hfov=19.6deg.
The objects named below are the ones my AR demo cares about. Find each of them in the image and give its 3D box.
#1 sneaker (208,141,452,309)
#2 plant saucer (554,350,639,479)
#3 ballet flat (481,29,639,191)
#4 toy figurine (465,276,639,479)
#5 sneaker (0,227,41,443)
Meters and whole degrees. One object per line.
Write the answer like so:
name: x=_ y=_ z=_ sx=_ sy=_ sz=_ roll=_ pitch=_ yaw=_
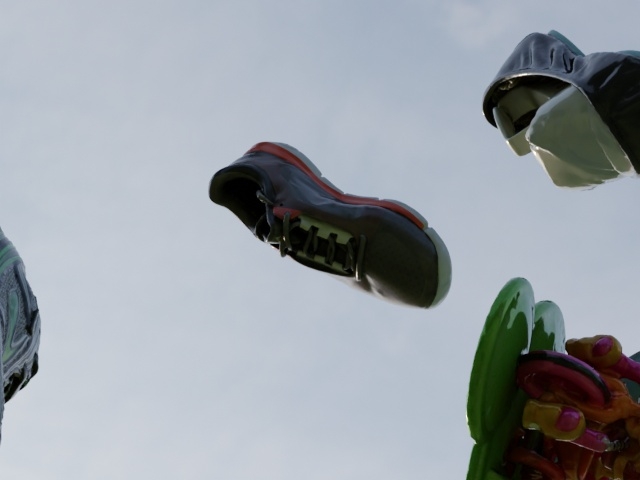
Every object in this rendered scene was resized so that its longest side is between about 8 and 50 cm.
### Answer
sneaker: x=0.000 y=0.000 z=1.041 sx=0.158 sy=0.065 sz=0.061 roll=28 pitch=-58 yaw=29
plant saucer: x=0.248 y=0.181 z=0.954 sx=0.317 sy=0.044 sz=0.318 roll=2 pitch=-63 yaw=5
ballet flat: x=0.183 y=-0.082 z=1.293 sx=0.096 sy=0.280 sz=0.095 roll=-38 pitch=-74 yaw=-3
toy figurine: x=0.152 y=0.094 z=0.786 sx=0.159 sy=0.130 sz=0.173 roll=14 pitch=-31 yaw=20
sneaker: x=-0.254 y=0.082 z=1.340 sx=0.134 sy=0.343 sz=0.146 roll=-32 pitch=-56 yaw=17
